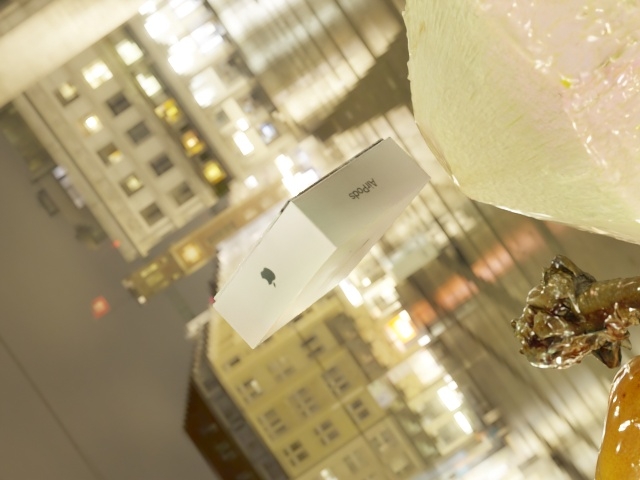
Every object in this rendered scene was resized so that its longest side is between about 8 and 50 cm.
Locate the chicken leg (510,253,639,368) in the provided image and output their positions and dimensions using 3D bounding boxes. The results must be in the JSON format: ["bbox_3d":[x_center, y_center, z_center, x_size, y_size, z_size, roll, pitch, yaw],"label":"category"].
[{"bbox_3d":[0.253,0.059,1.183,0.125,0.080,0.196,19,148,-10],"label":"chicken leg"}]

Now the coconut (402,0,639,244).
[{"bbox_3d":[0.156,-0.115,0.675,0.233,0.245,0.233,45,-174,-6],"label":"coconut"}]

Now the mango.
[{"bbox_3d":[0.312,0.185,1.254,0.084,0.159,0.105,10,166,16],"label":"mango"}]

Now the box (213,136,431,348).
[{"bbox_3d":[0.000,0.000,0.962,0.051,0.129,0.130,46,-137,7],"label":"box"}]
